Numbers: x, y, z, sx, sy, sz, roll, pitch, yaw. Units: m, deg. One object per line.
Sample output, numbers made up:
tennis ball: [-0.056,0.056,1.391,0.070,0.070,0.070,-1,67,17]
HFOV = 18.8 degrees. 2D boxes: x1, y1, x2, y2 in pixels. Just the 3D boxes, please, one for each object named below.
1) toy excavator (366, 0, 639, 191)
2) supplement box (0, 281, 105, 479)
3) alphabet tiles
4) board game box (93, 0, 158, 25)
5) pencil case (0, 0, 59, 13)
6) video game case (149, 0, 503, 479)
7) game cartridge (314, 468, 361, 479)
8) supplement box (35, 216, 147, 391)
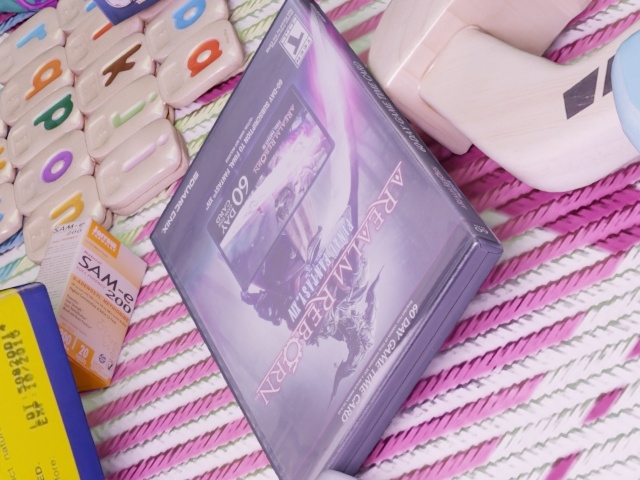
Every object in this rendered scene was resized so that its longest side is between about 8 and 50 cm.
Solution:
toy excavator: [0.211,-0.095,0.969,0.445,0.222,0.433,-36,37,27]
supplement box: [-0.303,0.168,1.053,0.195,0.194,0.356,-14,4,34]
alphabet tiles: [-0.179,-0.102,1.467,0.278,0.021,0.284,-36,39,14]
board game box: [-0.100,-0.286,1.512,0.165,0.042,0.243,-27,36,19]
pencil case: [-0.283,-0.211,1.625,0.151,0.070,0.064,-7,17,42]
video game case: [-0.008,0.001,1.145,0.196,0.026,0.274,-58,37,21]
game cartridge: [0.026,0.243,0.950,0.196,0.060,0.294,-44,38,-3]
supplement box: [-0.158,0.043,1.287,0.036,0.062,0.098,-13,50,37]
